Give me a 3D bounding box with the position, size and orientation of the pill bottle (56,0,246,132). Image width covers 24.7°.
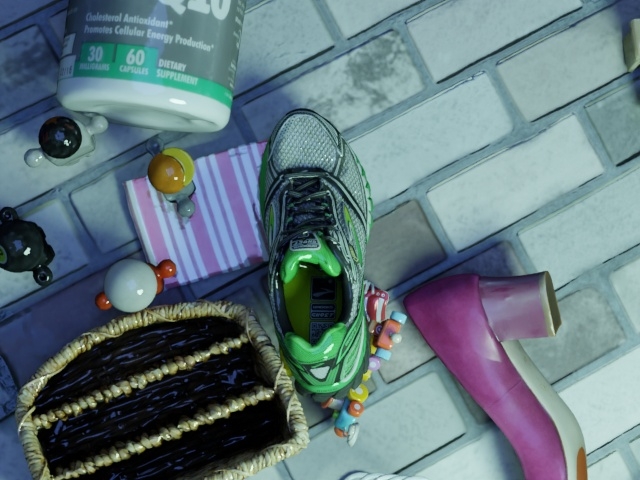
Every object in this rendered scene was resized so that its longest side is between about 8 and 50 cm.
[{"bbox_3d":[-0.181,-0.318,1.690,0.204,0.204,0.361,8,85,-8],"label":"pill bottle"}]

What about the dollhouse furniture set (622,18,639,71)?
[{"bbox_3d":[0.553,-0.123,1.769,0.303,0.174,0.355,-2,73,-8],"label":"dollhouse furniture set"}]

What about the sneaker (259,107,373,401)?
[{"bbox_3d":[0.000,0.000,1.668,0.134,0.146,0.343,-8,68,1],"label":"sneaker"}]

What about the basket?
[{"bbox_3d":[-0.188,0.184,1.643,0.299,0.223,0.213,-20,89,-9],"label":"basket"}]

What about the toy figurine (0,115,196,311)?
[{"bbox_3d":[-0.253,-0.033,1.669,0.213,0.148,0.209,21,89,0],"label":"toy figurine"}]

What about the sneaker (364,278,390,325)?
[{"bbox_3d":[0.045,0.049,1.779,0.067,0.042,0.118,-15,96,-6],"label":"sneaker"}]

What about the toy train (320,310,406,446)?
[{"bbox_3d":[0.045,0.156,1.732,0.046,0.125,0.166,24,86,-5],"label":"toy train"}]

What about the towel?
[{"bbox_3d":[-0.126,-0.031,1.769,0.197,0.029,0.144,-17,88,-7],"label":"towel"}]

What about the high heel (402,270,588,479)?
[{"bbox_3d":[0.220,0.223,1.785,0.181,0.127,0.377,-8,91,19],"label":"high heel"}]

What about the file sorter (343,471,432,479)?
[{"bbox_3d":[0.095,0.372,1.650,0.193,0.278,0.173,34,77,-5],"label":"file sorter"}]
